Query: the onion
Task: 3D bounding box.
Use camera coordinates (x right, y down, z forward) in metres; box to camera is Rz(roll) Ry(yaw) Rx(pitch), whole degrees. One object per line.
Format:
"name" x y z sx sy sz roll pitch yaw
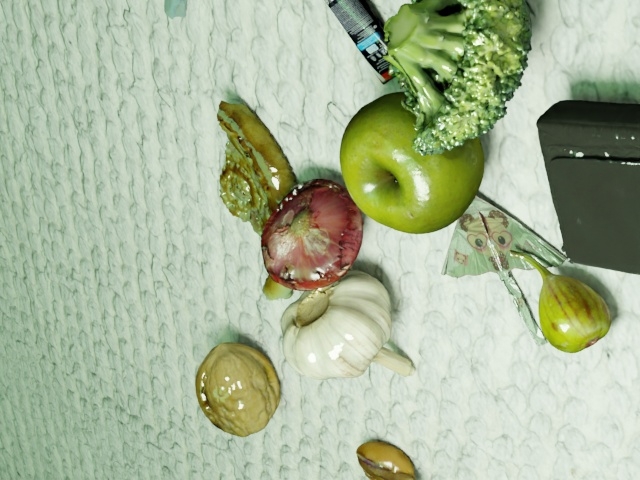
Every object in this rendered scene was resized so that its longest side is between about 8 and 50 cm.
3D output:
"onion" 0.000 0.000 1.800 0.184 0.184 0.147 7 165 46

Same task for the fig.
"fig" 0.308 0.074 1.537 0.166 0.093 0.093 48 143 6

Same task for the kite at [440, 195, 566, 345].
"kite" 0.257 0.041 1.640 0.229 0.012 0.250 -12 107 51

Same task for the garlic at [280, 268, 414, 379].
"garlic" 0.061 0.157 1.856 0.226 0.199 0.199 37 153 -29

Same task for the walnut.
"walnut" -0.157 0.271 2.174 0.155 0.155 0.184 5 125 47

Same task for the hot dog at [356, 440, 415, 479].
"hot dog" 0.119 0.401 2.026 0.140 0.060 0.090 26 139 29

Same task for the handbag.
"handbag" 0.385 -0.058 1.374 0.247 0.080 0.223 10 130 42

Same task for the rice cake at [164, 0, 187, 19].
"rice cake" -0.215 -0.419 1.819 0.042 0.030 0.180 39 141 17

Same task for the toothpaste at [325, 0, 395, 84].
"toothpaste" 0.050 -0.302 1.600 0.193 0.045 0.071 54 152 -7

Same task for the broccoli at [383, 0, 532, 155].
"broccoli" 0.156 -0.227 1.407 0.176 0.226 0.198 47 175 -32

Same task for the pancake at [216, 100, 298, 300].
"pancake" -0.108 -0.061 1.945 0.197 0.054 0.377 7 120 47

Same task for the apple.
"apple" 0.124 -0.106 1.559 0.196 0.157 0.196 30 140 29
